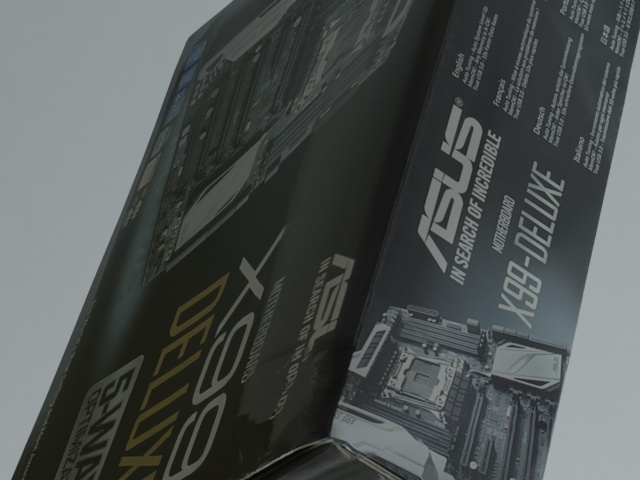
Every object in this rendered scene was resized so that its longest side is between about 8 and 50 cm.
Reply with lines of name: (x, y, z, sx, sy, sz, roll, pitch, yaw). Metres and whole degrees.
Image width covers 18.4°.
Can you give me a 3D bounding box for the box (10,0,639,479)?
box: (0.000, 0.000, 0.703, 0.076, 0.307, 0.242, 33, -38, -19)
